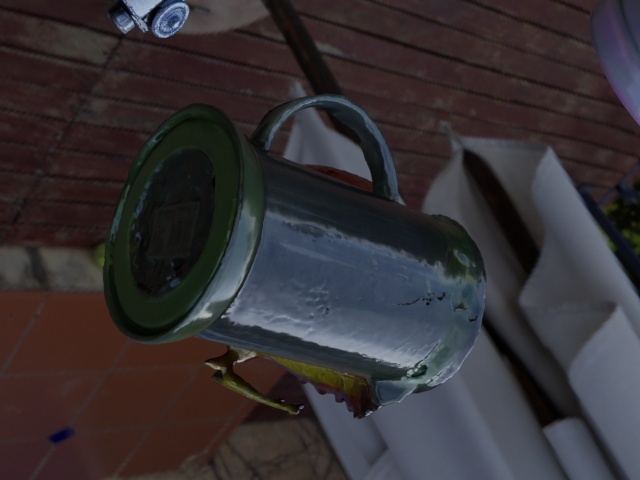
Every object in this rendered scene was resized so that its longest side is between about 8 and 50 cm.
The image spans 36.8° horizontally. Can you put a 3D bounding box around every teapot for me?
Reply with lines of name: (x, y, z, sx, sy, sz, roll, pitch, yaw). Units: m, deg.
teapot: (0.000, 0.000, 0.887, 0.337, 0.270, 0.200, 20, 162, -38)

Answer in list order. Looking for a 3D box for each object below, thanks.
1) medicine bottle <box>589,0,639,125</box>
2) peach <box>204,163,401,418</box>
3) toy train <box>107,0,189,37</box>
medicine bottle: (0.469, -0.250, 0.990, 0.212, 0.212, 0.325, 5, 151, -46)
peach: (-0.024, 0.056, 1.331, 0.310, 0.406, 0.335, -63, 143, -21)
toy train: (-0.203, -0.434, 1.409, 0.299, 0.131, 0.202, -42, 161, -4)
